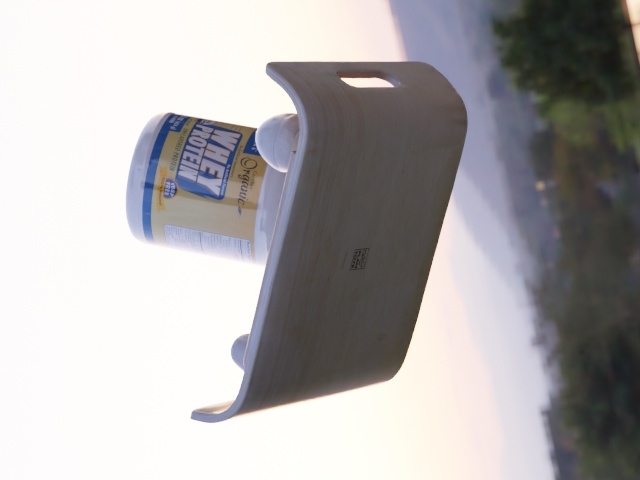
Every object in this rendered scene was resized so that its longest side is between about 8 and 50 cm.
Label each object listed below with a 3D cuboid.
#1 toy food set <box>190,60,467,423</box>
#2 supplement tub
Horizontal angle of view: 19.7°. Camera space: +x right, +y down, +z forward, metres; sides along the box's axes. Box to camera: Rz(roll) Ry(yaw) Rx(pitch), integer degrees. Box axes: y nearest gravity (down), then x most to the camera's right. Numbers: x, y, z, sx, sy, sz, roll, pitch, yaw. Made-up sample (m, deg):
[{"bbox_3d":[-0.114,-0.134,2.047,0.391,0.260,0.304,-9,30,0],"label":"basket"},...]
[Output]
[{"bbox_3d":[0.000,0.000,1.555,0.219,0.092,0.306,-6,-64,-51],"label":"toy food set"},{"bbox_3d":[-0.090,-0.051,1.929,0.144,0.199,0.144,10,-90,-80],"label":"supplement tub"}]
